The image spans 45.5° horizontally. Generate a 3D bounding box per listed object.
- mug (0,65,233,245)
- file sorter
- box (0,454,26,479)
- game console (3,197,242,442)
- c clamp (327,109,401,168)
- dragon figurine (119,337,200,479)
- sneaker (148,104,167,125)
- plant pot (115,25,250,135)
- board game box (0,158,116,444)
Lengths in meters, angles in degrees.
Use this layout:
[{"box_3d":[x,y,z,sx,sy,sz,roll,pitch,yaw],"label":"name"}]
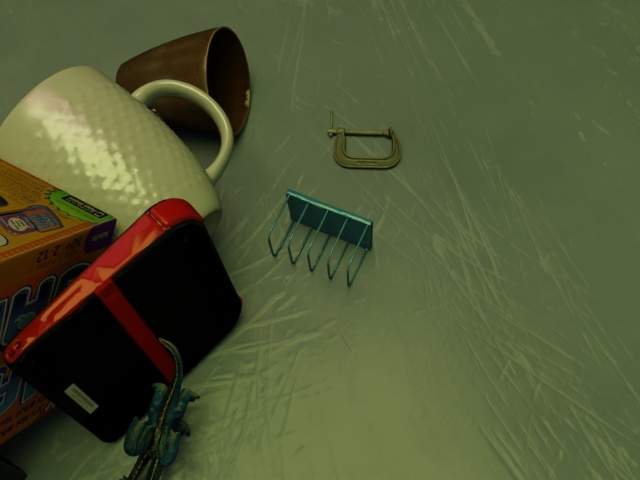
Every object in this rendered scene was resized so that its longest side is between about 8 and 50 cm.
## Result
[{"box_3d":[-0.315,-0.125,1.322,0.328,0.276,0.374,39,69,6],"label":"mug"},{"box_3d":[0.000,0.000,1.424,0.170,0.118,0.104,21,70,12],"label":"file sorter"},{"box_3d":[-0.738,0.375,1.205,0.396,0.212,0.293,28,67,15],"label":"box"},{"box_3d":[-0.285,0.136,1.212,0.060,0.386,0.342,38,71,26],"label":"game console"},{"box_3d":[0.089,-0.208,1.576,0.161,0.022,0.137,7,64,6],"label":"c clamp"},{"box_3d":[-0.261,0.307,1.231,0.085,0.289,0.144,18,31,0],"label":"dragon figurine"},{"box_3d":[-0.286,-0.126,1.499,0.111,0.121,0.299,-25,85,6],"label":"sneaker"},{"box_3d":[-0.290,-0.318,1.556,0.231,0.215,0.215,1,63,17],"label":"plant pot"},{"box_3d":[-0.578,0.084,1.086,0.357,0.356,0.356,26,110,11],"label":"board game box"}]
